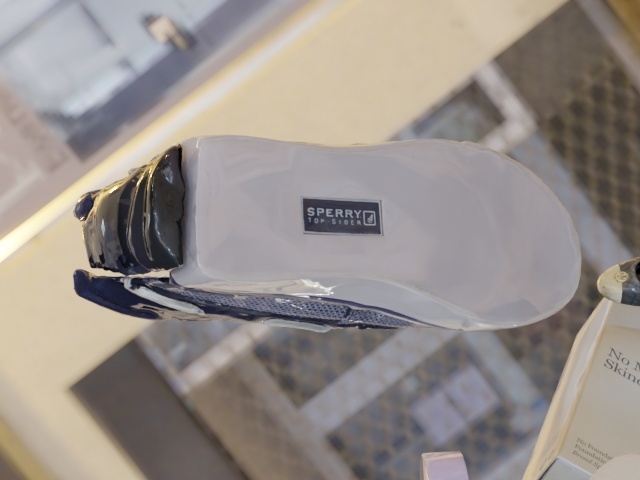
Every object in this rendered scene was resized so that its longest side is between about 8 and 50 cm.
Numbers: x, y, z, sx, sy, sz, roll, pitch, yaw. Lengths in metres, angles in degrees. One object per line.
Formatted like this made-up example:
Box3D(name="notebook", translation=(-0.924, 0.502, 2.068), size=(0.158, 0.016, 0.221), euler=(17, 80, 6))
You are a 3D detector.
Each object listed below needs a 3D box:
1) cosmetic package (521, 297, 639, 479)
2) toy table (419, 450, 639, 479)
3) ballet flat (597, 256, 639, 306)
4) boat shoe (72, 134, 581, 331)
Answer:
Box3D(name="cosmetic package", translation=(0.311, 0.187, 1.918), size=(0.160, 0.113, 0.309), euler=(29, -140, 0))
Box3D(name="toy table", translation=(0.152, 0.254, 1.224), size=(0.252, 0.161, 0.274), euler=(88, 178, -60))
Box3D(name="ballet flat", translation=(0.356, 0.028, 1.888), size=(0.049, 0.173, 0.057), euler=(69, -165, -57))
Box3D(name="boat shoe", translation=(0.000, 0.000, 1.265), size=(0.341, 0.127, 0.158), euler=(10, 165, -35))
